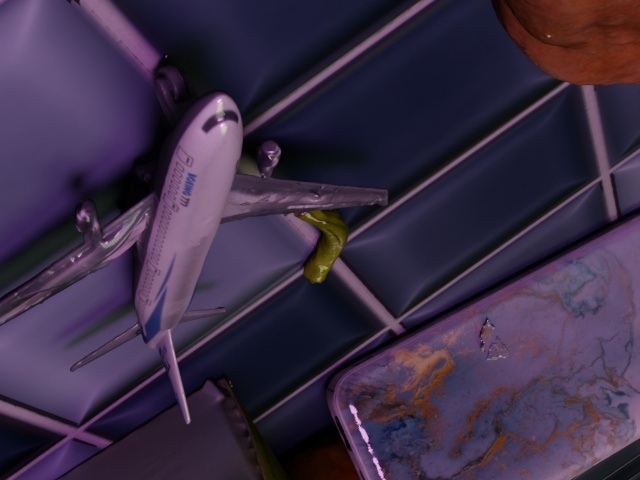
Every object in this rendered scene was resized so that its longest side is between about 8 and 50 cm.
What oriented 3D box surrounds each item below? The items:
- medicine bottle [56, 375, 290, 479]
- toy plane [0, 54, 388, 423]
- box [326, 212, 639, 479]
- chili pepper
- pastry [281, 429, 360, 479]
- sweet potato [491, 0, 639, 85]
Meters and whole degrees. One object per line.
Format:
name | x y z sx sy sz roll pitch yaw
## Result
medicine bottle | -0.041 0.227 0.781 0.141 0.137 0.250 -33 121 -5
toy plane | -0.059 0.000 0.552 0.226 0.058 0.226 -20 151 -22
box | 0.148 0.096 0.934 0.285 0.142 0.044 -27 -171 -19
chili pepper | 0.000 0.001 0.685 0.030 0.017 0.083 -26 157 -15
pastry | 0.014 0.271 1.063 0.356 0.164 0.356 -28 153 -16
sweet potato | 0.081 -0.128 0.446 0.097 0.097 0.251 -37 154 6
